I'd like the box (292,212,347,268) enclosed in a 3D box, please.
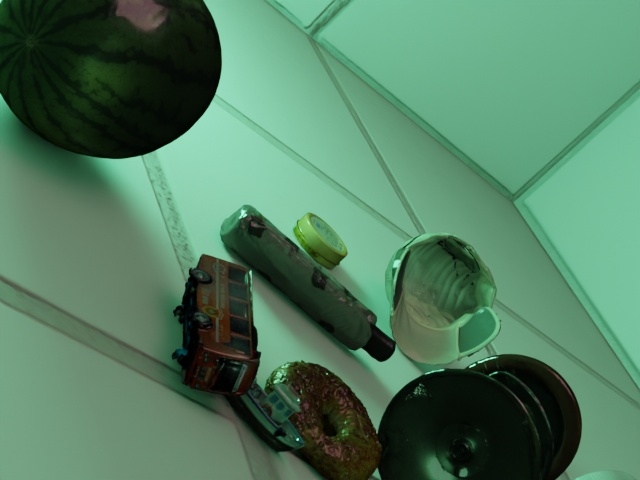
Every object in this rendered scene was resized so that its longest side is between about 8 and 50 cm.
[{"bbox_3d":[0.000,0.000,2.352,0.105,0.037,0.105,42,17,-15],"label":"box"}]

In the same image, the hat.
[{"bbox_3d":[0.195,0.111,2.411,0.232,0.161,0.275,32,41,-10],"label":"hat"}]

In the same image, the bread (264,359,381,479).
[{"bbox_3d":[0.007,0.231,1.752,0.193,0.064,0.193,42,20,-18],"label":"bread"}]

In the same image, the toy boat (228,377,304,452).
[{"bbox_3d":[-0.063,0.194,1.648,0.140,0.066,0.059,52,12,13],"label":"toy boat"}]

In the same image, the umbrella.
[{"bbox_3d":[-0.014,0.072,2.073,0.337,0.073,0.067,42,48,-19],"label":"umbrella"}]

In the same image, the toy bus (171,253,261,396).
[{"bbox_3d":[-0.125,0.100,1.647,0.096,0.073,0.235,14,26,-14],"label":"toy bus"}]

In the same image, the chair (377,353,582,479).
[{"bbox_3d":[0.243,0.276,1.957,0.226,0.226,0.401,50,15,13],"label":"chair"}]

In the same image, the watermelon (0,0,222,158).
[{"bbox_3d":[-0.273,-0.245,1.798,0.279,0.279,0.359,50,14,12],"label":"watermelon"}]

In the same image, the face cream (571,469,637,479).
[{"bbox_3d":[0.425,0.471,1.999,0.201,0.201,0.187,33,20,-41],"label":"face cream"}]
